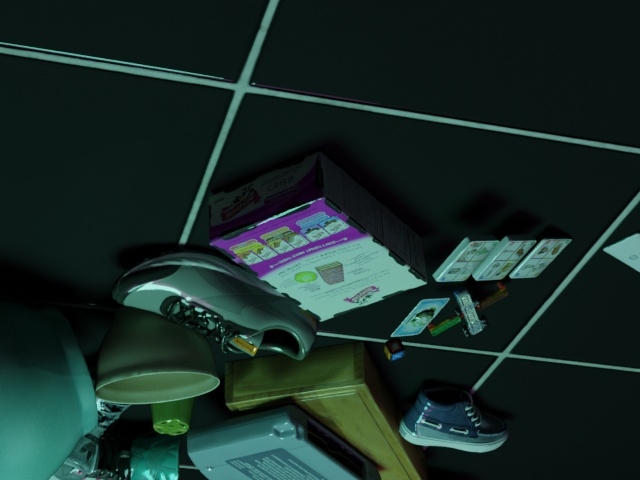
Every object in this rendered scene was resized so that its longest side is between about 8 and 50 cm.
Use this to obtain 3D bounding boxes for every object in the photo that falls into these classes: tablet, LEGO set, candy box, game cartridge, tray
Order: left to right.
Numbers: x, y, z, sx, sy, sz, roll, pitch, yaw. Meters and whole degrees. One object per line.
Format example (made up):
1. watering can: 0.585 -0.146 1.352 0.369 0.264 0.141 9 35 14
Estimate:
1. game cartridge: -0.059 0.330 2.037 0.196 0.060 0.294 -20 144 21
2. candy box: 0.000 0.000 1.628 0.159 0.071 0.233 -21 143 26
3. tray: 0.019 0.289 2.091 0.203 0.076 0.411 -10 146 13
4. LEGO set: 0.174 0.061 1.725 0.182 0.060 0.244 -1 141 -40
5. tablet: 0.399 0.016 1.732 0.083 0.006 0.054 27 138 -37

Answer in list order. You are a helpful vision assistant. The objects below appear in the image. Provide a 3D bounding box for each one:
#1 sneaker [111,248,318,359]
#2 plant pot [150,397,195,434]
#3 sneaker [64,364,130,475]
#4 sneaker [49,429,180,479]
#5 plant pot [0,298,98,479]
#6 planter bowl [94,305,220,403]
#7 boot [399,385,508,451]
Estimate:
1. sneaker: -0.125 0.084 1.726 0.272 0.108 0.100 10 148 -16
2. plant pot: -0.213 0.234 1.985 0.083 0.079 0.083 0 147 0
3. sneaker: -0.301 0.239 1.919 0.269 0.153 0.101 -18 145 25
4. sneaker: -0.302 0.328 2.085 0.178 0.123 0.295 -9 155 22
5. plant pot: -0.404 0.193 1.764 0.196 0.293 0.293 -20 155 -24
6. planter bowl: -0.215 0.141 1.792 0.162 0.109 0.162 -6 160 -2
7. boot: 0.215 0.264 2.069 0.190 0.069 0.086 4 130 -30
